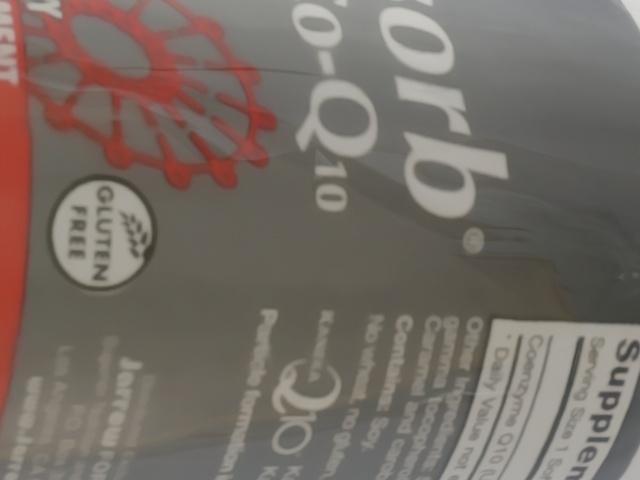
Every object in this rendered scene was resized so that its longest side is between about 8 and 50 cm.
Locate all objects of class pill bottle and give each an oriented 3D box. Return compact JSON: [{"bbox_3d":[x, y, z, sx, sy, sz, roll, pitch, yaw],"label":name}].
[{"bbox_3d":[0.000,0.000,0.598,0.210,0.363,0.210,-8,-99,60],"label":"pill bottle"}]
